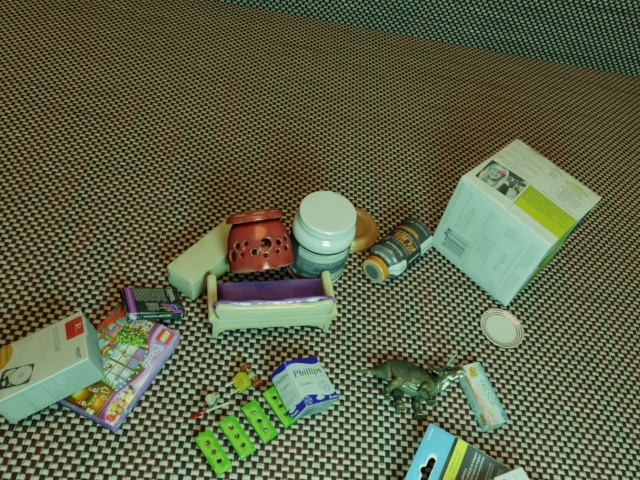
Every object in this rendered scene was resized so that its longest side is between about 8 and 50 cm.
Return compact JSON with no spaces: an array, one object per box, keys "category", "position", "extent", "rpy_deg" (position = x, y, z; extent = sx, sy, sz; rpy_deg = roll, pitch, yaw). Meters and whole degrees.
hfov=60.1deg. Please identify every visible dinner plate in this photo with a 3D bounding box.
[{"category":"dinner plate","position":[0.573,0.280,1.755],"extent":[0.141,0.017,0.141],"rpy_deg":[6,52,-7]}]

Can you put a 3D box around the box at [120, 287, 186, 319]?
[{"category":"box","position":[-0.472,0.177,1.560],"extent":[0.162,0.029,0.116],"rpy_deg":[2,32,-30]}]

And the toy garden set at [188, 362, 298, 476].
[{"category":"toy garden set","position":[-0.215,0.453,1.432],"extent":[0.244,0.049,0.203],"rpy_deg":[-28,64,-28]}]

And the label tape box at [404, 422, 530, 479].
[{"category":"label tape box","position":[0.365,0.654,1.353],"extent":[0.348,0.115,0.249],"rpy_deg":[27,51,13]}]

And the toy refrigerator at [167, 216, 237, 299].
[{"category":"toy refrigerator","position":[-0.333,0.053,1.697],"extent":[0.102,0.094,0.269],"rpy_deg":[31,50,17]}]

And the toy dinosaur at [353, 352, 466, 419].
[{"category":"toy dinosaur","position":[0.243,0.395,1.551],"extent":[0.314,0.121,0.160],"rpy_deg":[9,39,1]}]

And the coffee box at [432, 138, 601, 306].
[{"category":"coffee box","position":[0.633,-0.063,1.835],"extent":[0.334,0.337,0.338],"rpy_deg":[-33,64,-32]}]

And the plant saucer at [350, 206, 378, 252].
[{"category":"plant saucer","position":[0.104,-0.048,1.905],"extent":[0.200,0.037,0.199],"rpy_deg":[6,52,-7]}]

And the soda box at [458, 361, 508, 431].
[{"category":"soda box","position":[0.456,0.442,1.574],"extent":[0.063,0.058,0.183],"rpy_deg":[-8,55,-18]}]

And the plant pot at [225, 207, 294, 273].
[{"category":"plant pot","position":[-0.181,-0.002,1.622],"extent":[0.191,0.191,0.174],"rpy_deg":[-9,95,-18]}]

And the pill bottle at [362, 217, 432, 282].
[{"category":"pill bottle","position":[0.246,0.039,1.806],"extent":[0.130,0.130,0.246],"rpy_deg":[40,55,19]}]

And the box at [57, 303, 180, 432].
[{"category":"box","position":[-0.535,0.326,1.455],"extent":[0.201,0.057,0.293],"rpy_deg":[24,51,8]}]

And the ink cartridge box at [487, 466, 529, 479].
[{"category":"ink cartridge box","position":[0.400,0.626,1.250],"extent":[0.203,0.085,0.148],"rpy_deg":[-11,53,-24]}]

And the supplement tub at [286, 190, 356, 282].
[{"category":"supplement tub","position":[0.000,0.000,1.691],"extent":[0.191,0.272,0.191],"rpy_deg":[6,51,-7]}]

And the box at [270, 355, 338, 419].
[{"category":"box","position":[-0.042,0.388,1.472],"extent":[0.126,0.072,0.137],"rpy_deg":[3,44,-47]}]

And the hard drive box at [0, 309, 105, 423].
[{"category":"hard drive box","position":[-0.668,0.305,1.357],"extent":[0.232,0.089,0.181],"rpy_deg":[-26,42,-12]}]

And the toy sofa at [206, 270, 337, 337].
[{"category":"toy sofa","position":[-0.140,0.167,1.591],"extent":[0.363,0.177,0.150],"rpy_deg":[-2,53,-12]}]
